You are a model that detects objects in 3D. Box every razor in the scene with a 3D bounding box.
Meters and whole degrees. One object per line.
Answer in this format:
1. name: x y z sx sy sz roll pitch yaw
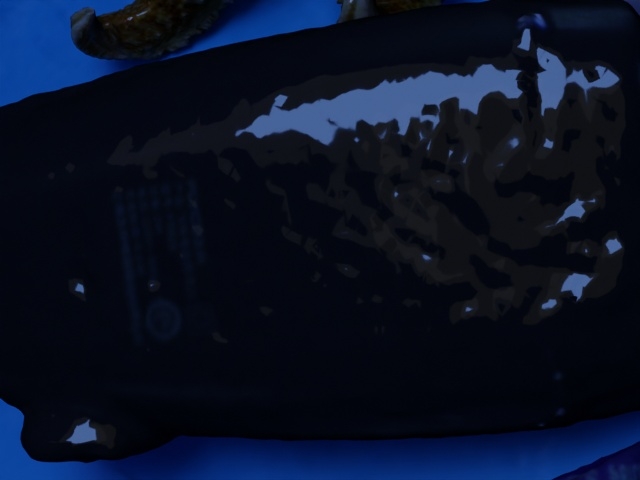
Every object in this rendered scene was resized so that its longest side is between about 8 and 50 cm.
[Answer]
1. razor: -0.003 0.001 0.862 0.326 0.107 0.189 -8 93 18

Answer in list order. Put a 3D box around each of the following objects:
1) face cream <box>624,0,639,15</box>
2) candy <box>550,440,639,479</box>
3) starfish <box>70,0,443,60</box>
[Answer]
1. face cream: 0.230 -0.205 0.902 0.082 0.082 0.269 29 81 30
2. candy: 0.053 0.164 0.814 0.275 0.070 0.145 -12 69 13
3. starfish: -0.003 -0.195 0.981 0.312 0.113 0.303 -26 59 6
